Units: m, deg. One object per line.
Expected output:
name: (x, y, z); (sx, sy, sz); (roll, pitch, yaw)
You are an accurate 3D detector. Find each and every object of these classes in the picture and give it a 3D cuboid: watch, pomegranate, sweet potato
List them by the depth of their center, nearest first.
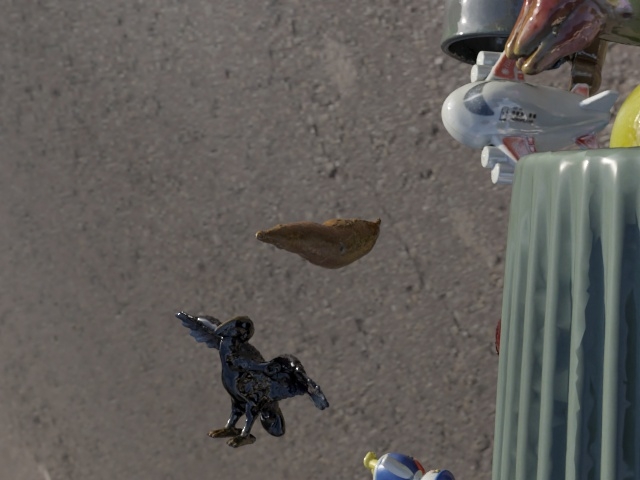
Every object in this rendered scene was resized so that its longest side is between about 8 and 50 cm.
pomegranate: (0.257, -0.246, 0.960); (0.248, 0.214, 0.214); (-50, 54, -2)
sweet potato: (0.000, 0.006, 1.313); (0.068, 0.226, 0.068); (4, 96, 43)
watch: (0.405, -0.428, 2.098); (0.326, 0.335, 0.314); (8, 87, 13)

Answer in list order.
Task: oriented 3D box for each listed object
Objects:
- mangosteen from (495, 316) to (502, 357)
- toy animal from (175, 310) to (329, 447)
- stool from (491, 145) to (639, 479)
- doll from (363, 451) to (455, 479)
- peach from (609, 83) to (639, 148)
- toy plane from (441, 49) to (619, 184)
mangosteen: (0.371, 0.158, 1.682); (0.180, 0.166, 0.166); (25, 122, 47)
toy animal: (-0.057, 0.110, 0.842); (0.220, 0.062, 0.108); (14, 108, 53)
stool: (0.234, 0.114, 0.577); (0.297, 0.297, 0.330); (4, 95, 50)
doll: (0.114, 0.292, 1.288); (0.143, 0.058, 0.099); (9, 148, 46)
peach: (0.610, -0.150, 1.702); (0.281, 0.315, 0.314); (-22, 87, 23)
toy plane: (0.302, -0.185, 1.549); (0.252, 0.252, 0.118); (56, 161, 20)
